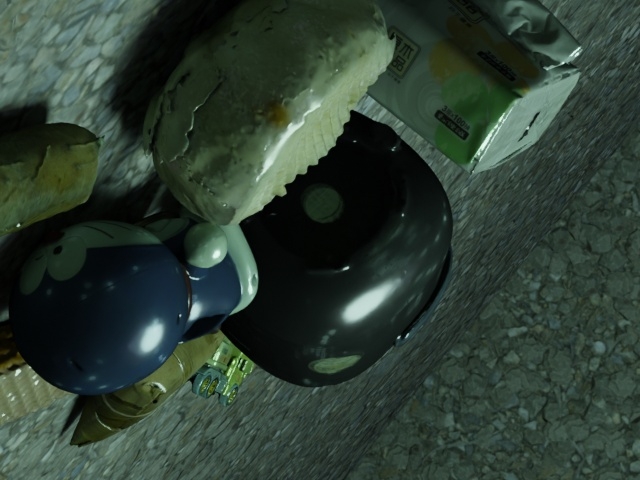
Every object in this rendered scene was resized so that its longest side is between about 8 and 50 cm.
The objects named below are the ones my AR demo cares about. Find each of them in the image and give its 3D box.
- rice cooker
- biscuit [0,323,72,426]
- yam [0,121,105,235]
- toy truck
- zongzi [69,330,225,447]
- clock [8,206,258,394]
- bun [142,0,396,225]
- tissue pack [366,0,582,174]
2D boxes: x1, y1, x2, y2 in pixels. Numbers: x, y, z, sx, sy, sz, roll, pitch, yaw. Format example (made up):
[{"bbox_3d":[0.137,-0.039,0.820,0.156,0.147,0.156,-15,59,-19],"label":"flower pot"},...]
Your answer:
[{"bbox_3d":[0.000,0.000,1.795,0.267,0.267,0.224,-44,162,-21],"label":"rice cooker"},{"bbox_3d":[-0.284,0.120,1.626,0.094,0.054,0.379,-57,164,26],"label":"biscuit"},{"bbox_3d":[-0.275,-0.024,1.253,0.083,0.083,0.371,-57,163,27],"label":"yam"},{"bbox_3d":[-0.128,0.124,2.071,0.100,0.077,0.169,-63,163,-4],"label":"toy truck"},{"bbox_3d":[-0.183,0.142,1.959,0.160,0.078,0.176,-36,171,-43],"label":"zongzi"},{"bbox_3d":[-0.163,0.044,1.596,0.200,0.146,0.243,-28,177,32],"label":"clock"},{"bbox_3d":[-0.053,-0.122,1.530,0.239,0.141,0.239,-48,171,-10],"label":"bun"},{"bbox_3d":[0.116,-0.193,1.668,0.159,0.229,0.145,-25,151,-56],"label":"tissue pack"}]
